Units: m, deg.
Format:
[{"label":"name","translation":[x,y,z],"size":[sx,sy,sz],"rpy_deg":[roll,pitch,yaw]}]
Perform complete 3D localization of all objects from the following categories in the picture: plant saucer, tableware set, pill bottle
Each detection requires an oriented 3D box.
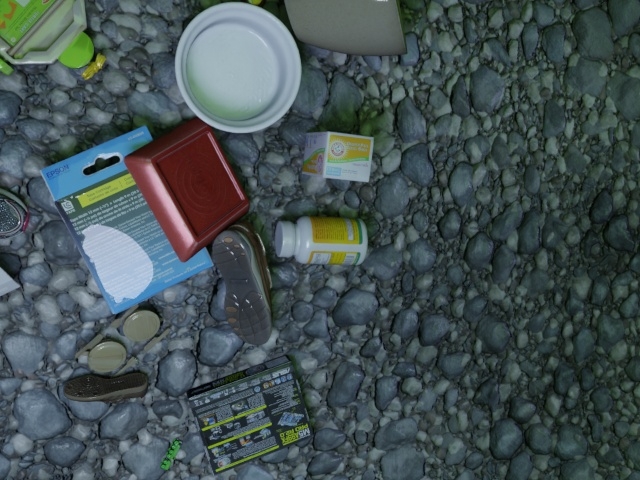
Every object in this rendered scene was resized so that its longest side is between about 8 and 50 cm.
[{"label":"plant saucer","translation":[-0.274,-0.123,1.525],"size":[0.259,0.047,0.259],"rpy_deg":[-44,113,-46]},{"label":"tableware set","translation":[-0.460,0.229,1.604],"size":[0.194,0.039,0.128],"rpy_deg":[-41,129,-1]},{"label":"pill bottle","translation":[0.000,0.000,1.666],"size":[0.208,0.117,0.118],"rpy_deg":[2,98,-16]}]

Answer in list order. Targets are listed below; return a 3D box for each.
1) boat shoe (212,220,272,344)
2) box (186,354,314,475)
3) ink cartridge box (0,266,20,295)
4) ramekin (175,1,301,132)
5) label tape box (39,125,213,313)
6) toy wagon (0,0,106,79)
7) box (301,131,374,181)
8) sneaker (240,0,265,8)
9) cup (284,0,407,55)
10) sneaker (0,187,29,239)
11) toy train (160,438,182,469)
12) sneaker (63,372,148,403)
[{"label":"boat shoe","translation":[-0.162,0.102,1.629],"size":[0.123,0.116,0.325],"rpy_deg":[6,121,19]},{"label":"box","translation":[-0.173,0.433,1.710],"size":[0.270,0.060,0.216],"rpy_deg":[-19,103,-12]},{"label":"ink cartridge box","translation":[-0.829,0.062,1.420],"size":[0.296,0.066,0.261],"rpy_deg":[-25,137,1]},{"label":"ramekin","translation":[-0.191,-0.382,1.546],"size":[0.277,0.135,0.277],"rpy_deg":[-2,99,-15]},{"label":"label tape box","translation":[-0.428,-0.048,1.541],"size":[0.249,0.115,0.348],"rpy_deg":[-26,101,-11]},{"label":"toy wagon","translation":[-0.607,-0.475,1.449],"size":[0.344,0.068,0.267],"rpy_deg":[42,86,-18]},{"label":"box","translation":[0.036,-0.196,1.601],"size":[0.114,0.203,0.103],"rpy_deg":[4,97,-16]},{"label":"sneaker","translation":[-0.141,-0.610,1.553],"size":[0.069,0.084,0.186],"rpy_deg":[6,96,-17]},{"label":"cup","translation":[0.047,-0.553,1.521],"size":[0.236,0.331,0.331],"rpy_deg":[-11,102,10]},{"label":"sneaker","translation":[-0.770,-0.070,1.439],"size":[0.299,0.112,0.121],"rpy_deg":[15,93,-18]},{"label":"toy train","translation":[-0.367,0.526,1.691],"size":[0.023,0.017,0.083],"rpy_deg":[30,89,-28]},{"label":"sneaker","translation":[-0.497,0.357,1.597],"size":[0.188,0.066,0.071],"rpy_deg":[-2,131,-17]}]
